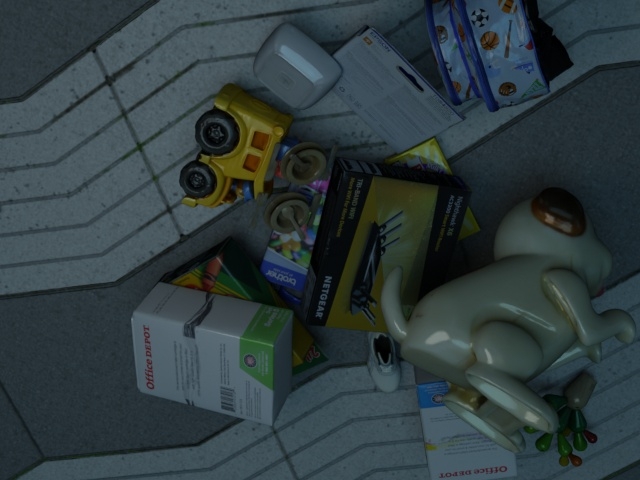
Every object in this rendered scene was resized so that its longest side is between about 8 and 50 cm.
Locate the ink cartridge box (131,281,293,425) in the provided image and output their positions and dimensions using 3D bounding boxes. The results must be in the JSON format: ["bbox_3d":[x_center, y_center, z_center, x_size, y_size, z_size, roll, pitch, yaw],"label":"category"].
[{"bbox_3d":[-0.196,0.207,1.677,0.273,0.114,0.198,12,124,14],"label":"ink cartridge box"}]

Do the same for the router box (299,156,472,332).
[{"bbox_3d":[0.114,0.018,1.663,0.243,0.081,0.308,7,113,-15],"label":"router box"}]

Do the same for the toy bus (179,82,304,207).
[{"bbox_3d":[-0.125,-0.142,1.626,0.212,0.149,0.220,23,112,-2],"label":"toy bus"}]

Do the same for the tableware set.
[{"bbox_3d":[-0.041,-0.085,1.593,0.128,0.039,0.194,-2,131,-28],"label":"tableware set"}]

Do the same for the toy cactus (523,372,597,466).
[{"bbox_3d":[0.489,0.347,1.814,0.219,0.112,0.180,35,90,-21],"label":"toy cactus"}]

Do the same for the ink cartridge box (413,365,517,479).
[{"bbox_3d":[0.280,0.333,1.786,0.171,0.168,0.232,-8,110,5],"label":"ink cartridge box"}]

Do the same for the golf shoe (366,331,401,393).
[{"bbox_3d":[0.123,0.238,1.803,0.069,0.086,0.176,-11,112,5],"label":"golf shoe"}]

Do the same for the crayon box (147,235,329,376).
[{"bbox_3d":[-0.156,0.168,1.761,0.202,0.081,0.318,-29,108,32],"label":"crayon box"}]

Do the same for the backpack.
[{"bbox_3d":[0.281,-0.335,1.477,0.213,0.263,0.276,-24,109,11],"label":"backpack"}]

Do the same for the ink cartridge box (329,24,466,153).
[{"bbox_3d":[0.122,-0.262,1.553,0.223,0.224,0.045,43,66,-13],"label":"ink cartridge box"}]

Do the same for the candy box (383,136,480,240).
[{"bbox_3d":[0.210,-0.086,1.704,0.105,0.027,0.205,-27,108,10],"label":"candy box"}]

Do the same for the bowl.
[{"bbox_3d":[-0.049,-0.292,1.583,0.142,0.053,0.142,38,148,-10],"label":"bowl"}]

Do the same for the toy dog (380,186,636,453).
[{"bbox_3d":[0.343,0.106,1.590,0.395,0.284,0.408,32,69,19],"label":"toy dog"}]

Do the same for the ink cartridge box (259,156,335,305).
[{"bbox_3d":[0.000,0.000,1.731,0.186,0.065,0.311,19,112,-4],"label":"ink cartridge box"}]
